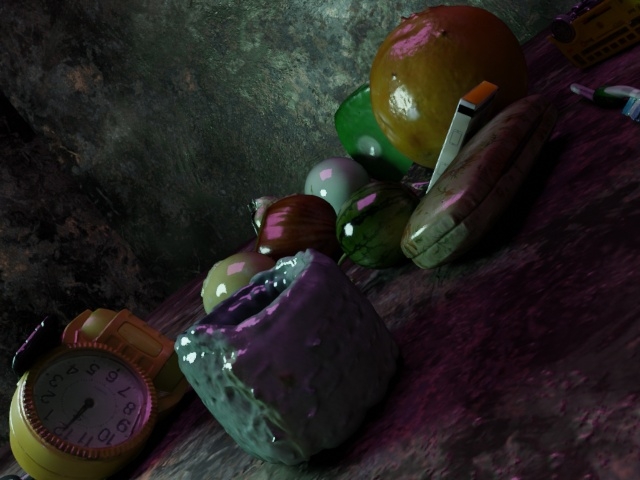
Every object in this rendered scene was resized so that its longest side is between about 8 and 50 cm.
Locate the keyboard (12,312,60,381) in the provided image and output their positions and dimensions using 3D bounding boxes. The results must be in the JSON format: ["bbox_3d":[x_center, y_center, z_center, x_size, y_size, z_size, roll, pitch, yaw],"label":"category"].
[{"bbox_3d":[-0.485,0.189,1.092,0.106,0.016,0.262,-57,7,-27],"label":"keyboard"}]

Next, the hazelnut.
[{"bbox_3d":[-0.050,0.003,1.454,0.210,0.210,0.186,-43,-14,-37],"label":"hazelnut"}]

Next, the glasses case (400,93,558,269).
[{"bbox_3d":[0.245,-0.100,0.944,0.156,0.098,0.425,-46,0,44],"label":"glasses case"}]

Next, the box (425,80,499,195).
[{"bbox_3d":[0.238,-0.147,1.113,0.129,0.033,0.247,-42,-27,-49],"label":"box"}]

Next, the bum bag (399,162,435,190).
[{"bbox_3d":[0.255,-0.173,1.445,0.102,0.069,0.248,11,33,28],"label":"bum bag"}]

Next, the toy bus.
[{"bbox_3d":[0.622,-0.475,1.289,0.144,0.152,0.330,-45,7,-15],"label":"toy bus"}]

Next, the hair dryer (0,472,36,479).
[{"bbox_3d":[-0.598,0.501,1.399,0.248,0.070,0.114,-32,3,-30],"label":"hair dryer"}]

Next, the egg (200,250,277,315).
[{"bbox_3d":[-0.162,0.109,1.336,0.201,0.164,0.164,-35,8,37],"label":"egg"}]

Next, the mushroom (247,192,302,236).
[{"bbox_3d":[-0.097,-0.044,1.884,0.164,0.189,0.267,-23,-15,5],"label":"mushroom"}]

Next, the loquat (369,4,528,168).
[{"bbox_3d":[0.258,-0.308,1.291,0.328,0.328,0.328,-37,8,6],"label":"loquat"}]

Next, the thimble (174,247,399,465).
[{"bbox_3d":[-0.037,0.116,0.684,0.205,0.172,0.250,-34,7,12],"label":"thimble"}]

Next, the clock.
[{"bbox_3d":[-0.389,0.280,1.110,0.200,0.244,0.317,-57,2,30],"label":"clock"}]

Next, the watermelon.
[{"bbox_3d":[0.082,-0.013,1.031,0.187,0.140,0.140,-41,6,21],"label":"watermelon"}]

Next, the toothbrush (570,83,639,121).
[{"bbox_3d":[0.454,-0.232,1.005,0.418,0.042,0.040,-61,-6,-69],"label":"toothbrush"}]

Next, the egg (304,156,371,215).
[{"bbox_3d":[0.049,-0.135,1.730,0.183,0.183,0.264,-37,2,3],"label":"egg"}]

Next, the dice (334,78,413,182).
[{"bbox_3d":[0.237,-0.348,1.750,0.300,0.287,0.297,-30,11,48],"label":"dice"}]
